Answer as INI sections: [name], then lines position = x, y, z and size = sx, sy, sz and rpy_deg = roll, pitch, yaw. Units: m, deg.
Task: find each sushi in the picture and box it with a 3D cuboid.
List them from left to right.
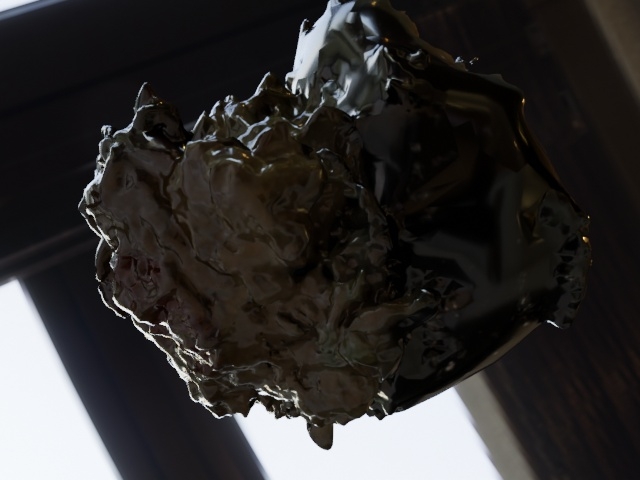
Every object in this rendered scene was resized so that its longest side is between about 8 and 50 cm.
[sushi]
position = -0.004, 0.003, 0.879
size = 0.225, 0.219, 0.238
rpy_deg = 12, -58, 55
